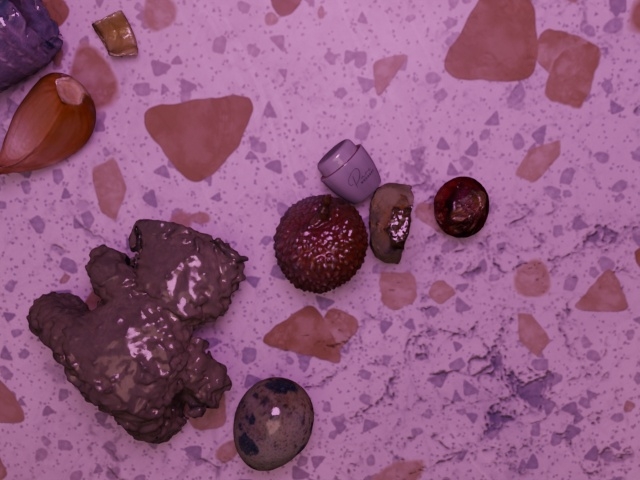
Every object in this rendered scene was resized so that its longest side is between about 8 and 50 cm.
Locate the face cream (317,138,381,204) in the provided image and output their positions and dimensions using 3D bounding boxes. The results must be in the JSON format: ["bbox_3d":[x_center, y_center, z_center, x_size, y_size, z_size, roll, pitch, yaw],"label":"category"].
[{"bbox_3d":[0.049,-0.116,1.135,0.091,0.091,0.095,-40,104,8],"label":"face cream"}]

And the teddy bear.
[{"bbox_3d":[-0.279,0.139,1.162,0.367,0.224,0.357,-44,94,-6],"label":"teddy bear"}]

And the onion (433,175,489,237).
[{"bbox_3d":[0.238,-0.057,1.138,0.107,0.097,0.107,-7,102,-36],"label":"onion"}]

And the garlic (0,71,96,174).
[{"bbox_3d":[-0.460,-0.192,1.139,0.206,0.128,0.115,-46,138,12],"label":"garlic"}]

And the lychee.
[{"bbox_3d":[0.000,0.000,1.116,0.165,0.165,0.197,-4,142,3],"label":"lychee"}]

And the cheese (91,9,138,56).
[{"bbox_3d":[-0.346,-0.341,1.141,0.060,0.041,0.084,-24,82,-1],"label":"cheese"}]

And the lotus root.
[{"bbox_3d":[0.114,-0.031,1.125,0.070,0.144,0.143,9,93,3],"label":"lotus root"}]

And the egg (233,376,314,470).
[{"bbox_3d":[-0.087,0.331,1.191,0.141,0.141,0.181,23,108,-1],"label":"egg"}]

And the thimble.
[{"bbox_3d":[-0.544,-0.362,1.073,0.172,0.205,0.236,-29,72,2],"label":"thimble"}]
